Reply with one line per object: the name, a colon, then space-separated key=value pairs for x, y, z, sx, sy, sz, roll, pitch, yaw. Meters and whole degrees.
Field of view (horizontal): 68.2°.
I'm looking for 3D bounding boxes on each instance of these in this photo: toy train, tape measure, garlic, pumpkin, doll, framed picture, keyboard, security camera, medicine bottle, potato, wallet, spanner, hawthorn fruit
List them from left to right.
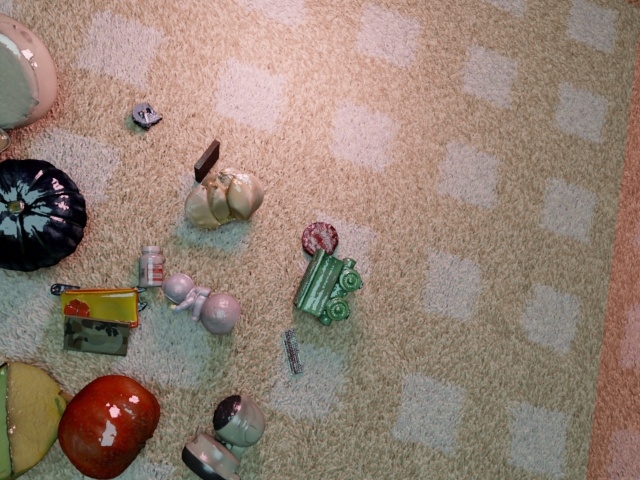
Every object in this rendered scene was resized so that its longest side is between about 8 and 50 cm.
potato: x=-0.956 y=0.582 z=1.430 sx=0.280 sy=0.213 sz=0.330 roll=-26 pitch=64 yaw=8
pumpkin: x=-0.933 y=-0.083 z=1.495 sx=0.363 sy=0.266 sz=0.364 roll=3 pitch=80 yaw=-15
framed picture: x=-0.743 y=0.318 z=1.569 sx=0.200 sy=0.010 sz=0.136 roll=10 pitch=111 yaw=-12
wallet: x=-0.734 y=0.232 z=1.576 sx=0.241 sy=0.067 sz=0.141 roll=-1 pitch=96 yaw=-9
spanner: x=-0.755 y=0.181 z=1.623 sx=0.315 sy=0.024 sz=0.087 roll=10 pitch=77 yaw=-10
hawthorn fruit: x=-0.679 y=0.554 z=1.466 sx=0.330 sy=0.287 sz=0.287 roll=29 pitch=75 yaw=7
tape measure: x=-0.646 y=-0.455 z=1.740 sx=0.094 sy=0.054 sz=0.091 roll=44 pitch=68 yaw=-6
medicine bottle: x=-0.590 y=0.092 z=1.646 sx=0.079 sy=0.079 sz=0.140 roll=-1 pitch=81 yaw=-14
doll: x=-0.416 y=0.211 z=1.639 sx=0.287 sy=0.151 sz=0.151 roll=32 pitch=75 yaw=-3
framed picture: x=-0.409 y=-0.284 z=1.708 sx=0.023 sy=0.168 sz=0.128 roll=34 pitch=75 yaw=-5
garlic: x=-0.345 y=-0.169 z=1.697 sx=0.280 sy=0.203 sz=0.185 roll=-10 pitch=42 yaw=-1
security camera: x=-0.305 y=0.651 z=1.569 sx=0.191 sy=0.197 sz=0.277 roll=45 pitch=67 yaw=-12
keyboard: x=-0.105 y=0.410 z=1.742 sx=0.055 sy=0.017 sz=0.166 roll=-12 pitch=84 yaw=-15
toy train: x=0.031 y=0.173 z=1.738 sx=0.201 sy=0.145 sz=0.266 roll=25 pitch=86 yaw=-9

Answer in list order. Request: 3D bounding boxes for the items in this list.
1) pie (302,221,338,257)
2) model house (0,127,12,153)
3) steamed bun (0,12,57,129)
pie: x=0.000 y=0.000 z=1.828 sx=0.154 sy=0.036 sz=0.155 roll=2 pitch=80 yaw=-13
model house: x=-1.166 y=-0.274 z=1.472 sx=0.278 sy=0.205 sz=0.218 roll=-32 pitch=116 yaw=23
steamed bun: x=-1.046 y=-0.557 z=1.539 sx=0.374 sy=0.241 sz=0.375 roll=-1 pitch=121 yaw=-2
